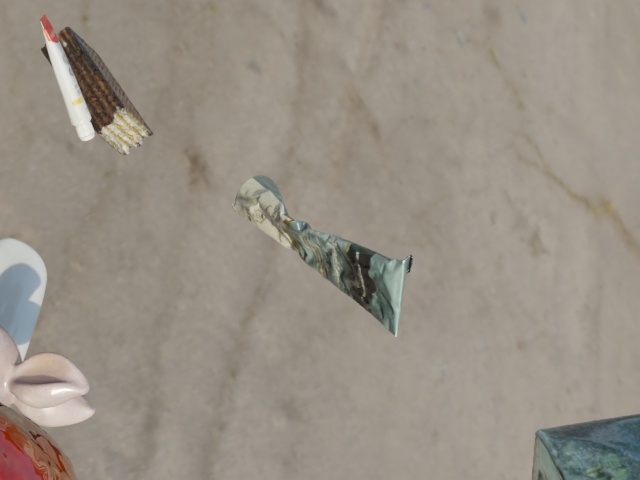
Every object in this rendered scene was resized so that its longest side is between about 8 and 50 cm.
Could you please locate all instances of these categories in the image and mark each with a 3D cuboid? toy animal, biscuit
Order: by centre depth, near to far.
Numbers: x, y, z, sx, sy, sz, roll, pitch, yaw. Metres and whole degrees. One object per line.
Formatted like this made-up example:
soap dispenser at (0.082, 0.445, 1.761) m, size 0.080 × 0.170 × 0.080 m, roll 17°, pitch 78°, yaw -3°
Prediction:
toy animal at (-0.301, 0.114, 1.042) m, size 0.212 × 0.124 × 0.124 m, roll 26°, pitch 24°, yaw 22°
biscuit at (-0.391, -0.259, 2.142) m, size 0.252 × 0.070 × 0.106 m, roll 54°, pitch 5°, yaw 29°

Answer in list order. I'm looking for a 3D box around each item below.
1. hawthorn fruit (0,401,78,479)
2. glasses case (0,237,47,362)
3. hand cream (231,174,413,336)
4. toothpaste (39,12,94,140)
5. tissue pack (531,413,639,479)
hawthorn fruit at (-0.230, 0.168, 0.563) m, size 0.262 × 0.258 × 0.258 m, roll -42°, pitch 107°, yaw -30°
glasses case at (-0.327, 0.088, 1.224) m, size 0.076 × 0.049 × 0.197 m, roll 38°, pitch 51°, yaw -38°
hand cream at (0.000, -0.001, 1.186) m, size 0.052 × 0.248 × 0.075 m, roll -37°, pitch 135°, yaw -23°
toothpaste at (-0.370, -0.235, 1.782) m, size 0.048 × 0.031 × 0.190 m, roll -94°, pitch 169°, yaw -65°
tissue pack at (0.344, 0.222, 0.936) m, size 0.228 × 0.315 × 0.103 m, roll -111°, pitch -163°, yaw -55°
